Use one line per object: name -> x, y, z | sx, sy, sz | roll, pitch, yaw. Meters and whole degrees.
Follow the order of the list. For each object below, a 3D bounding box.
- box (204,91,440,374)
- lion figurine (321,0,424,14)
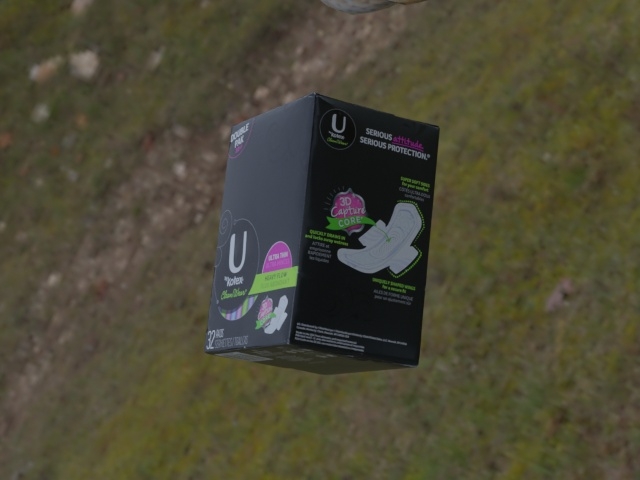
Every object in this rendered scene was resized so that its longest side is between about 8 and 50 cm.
box -> 0.000, 0.000, 0.523 | 0.062, 0.052, 0.083 | -12, 68, 58
lion figurine -> 0.056, -0.218, 0.478 | 0.392, 0.142, 0.240 | -56, -3, -16
